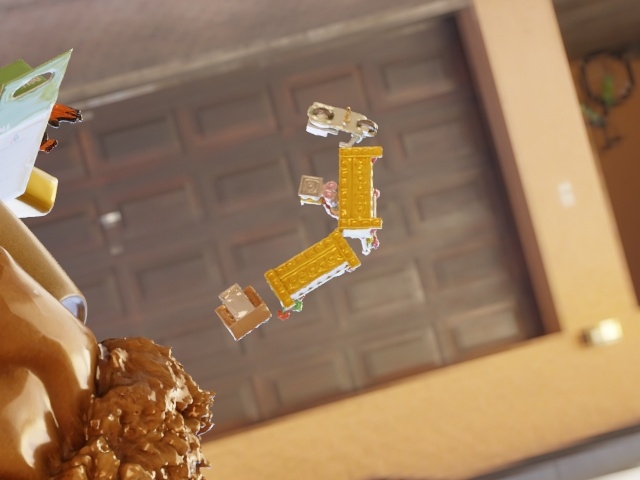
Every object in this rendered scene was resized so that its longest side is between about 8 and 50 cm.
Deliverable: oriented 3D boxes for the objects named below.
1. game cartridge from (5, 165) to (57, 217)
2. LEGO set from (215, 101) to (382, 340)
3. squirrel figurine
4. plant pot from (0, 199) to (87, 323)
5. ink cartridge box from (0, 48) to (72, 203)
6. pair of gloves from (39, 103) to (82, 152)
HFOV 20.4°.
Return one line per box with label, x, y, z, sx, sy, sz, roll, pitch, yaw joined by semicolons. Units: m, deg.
game cartridge;-0.507;-0.097;2.001;0.285;0.053;0.323;-4;159;38
LEGO set;0.000;0.000;1.924;0.132;0.287;0.107;21;165;12
squirrel figurine;-0.253;0.214;1.383;0.397;0.281;0.370;15;-147;-17
plant pot;-0.358;0.040;1.694;0.254;0.237;0.237;28;-164;17
ink cartridge box;-0.338;-0.119;1.832;0.109;0.062;0.209;-35;159;-47
pair of gloves;-0.325;-0.133;2.095;0.074;0.010;0.083;14;-130;33
